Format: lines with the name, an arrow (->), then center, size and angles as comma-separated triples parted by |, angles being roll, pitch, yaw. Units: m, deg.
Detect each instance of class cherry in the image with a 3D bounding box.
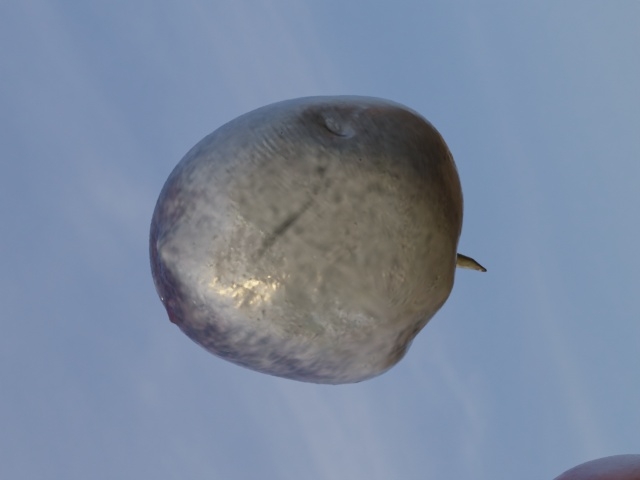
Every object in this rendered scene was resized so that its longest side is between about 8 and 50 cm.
cherry -> 0.000, 0.000, 1.335 | 0.296, 0.255, 0.218 | 5, -139, -24

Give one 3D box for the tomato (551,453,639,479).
tomato -> 0.387, 0.402, 1.811 | 0.273, 0.341, 0.341 | -32, -68, -45
